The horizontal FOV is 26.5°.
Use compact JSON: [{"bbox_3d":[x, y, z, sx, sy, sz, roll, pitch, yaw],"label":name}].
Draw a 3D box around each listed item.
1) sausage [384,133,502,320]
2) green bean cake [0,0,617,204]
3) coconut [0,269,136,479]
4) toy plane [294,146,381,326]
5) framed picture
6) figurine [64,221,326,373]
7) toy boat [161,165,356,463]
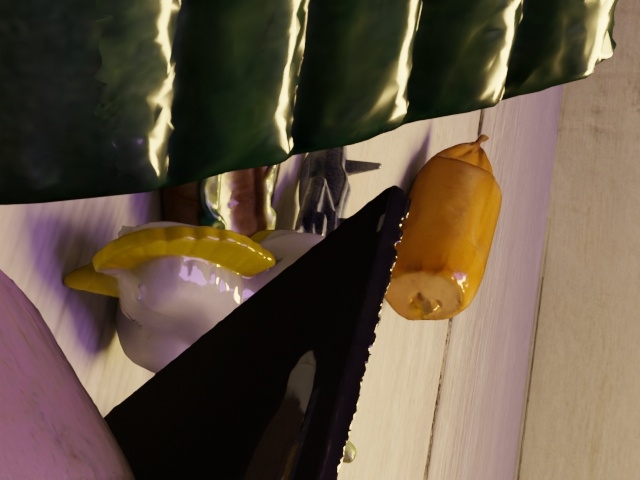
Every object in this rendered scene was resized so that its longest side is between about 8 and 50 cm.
[{"bbox_3d":[0.150,-0.026,1.575,0.328,0.112,0.112,-66,155,-53],"label":"sausage"},{"bbox_3d":[-0.058,-0.171,0.545,0.307,0.300,0.169,-19,136,-29],"label":"green bean cake"},{"bbox_3d":[-0.150,0.069,0.422,0.183,0.171,0.171,55,6,16],"label":"coconut"},{"bbox_3d":[0.012,0.001,1.118,0.212,0.088,0.267,75,25,-52],"label":"toy plane"},{"bbox_3d":[-0.093,0.140,0.492,0.013,0.324,0.244,36,43,-18],"label":"framed picture"},{"bbox_3d":[-0.060,0.026,0.781,0.129,0.178,0.109,130,-40,-59],"label":"figurine"},{"bbox_3d":[-0.047,0.023,0.908,0.108,0.099,0.293,-56,139,-61],"label":"toy boat"}]
